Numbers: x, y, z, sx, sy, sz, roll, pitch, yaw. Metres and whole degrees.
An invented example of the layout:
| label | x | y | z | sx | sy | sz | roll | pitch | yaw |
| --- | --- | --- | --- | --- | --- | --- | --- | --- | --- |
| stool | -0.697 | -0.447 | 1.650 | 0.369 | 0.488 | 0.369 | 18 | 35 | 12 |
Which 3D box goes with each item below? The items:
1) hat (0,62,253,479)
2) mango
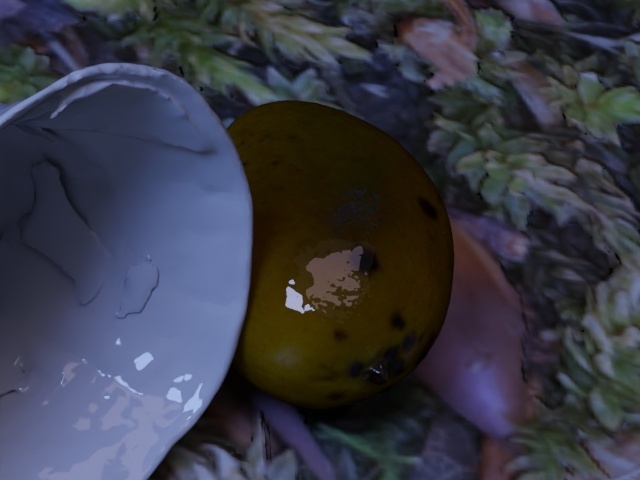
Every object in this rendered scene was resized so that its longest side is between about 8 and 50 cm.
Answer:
| label | x | y | z | sx | sy | sz | roll | pitch | yaw |
| --- | --- | --- | --- | --- | --- | --- | --- | --- | --- |
| hat | -0.132 | 0.011 | 0.723 | 0.203 | 0.203 | 0.126 | -27 | 40 | -37 |
| mango | 0.003 | 0.001 | 0.828 | 0.115 | 0.090 | 0.178 | 6 | 36 | -2 |
